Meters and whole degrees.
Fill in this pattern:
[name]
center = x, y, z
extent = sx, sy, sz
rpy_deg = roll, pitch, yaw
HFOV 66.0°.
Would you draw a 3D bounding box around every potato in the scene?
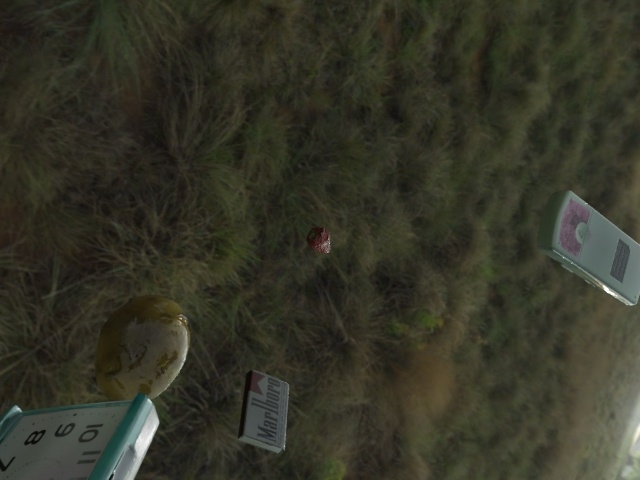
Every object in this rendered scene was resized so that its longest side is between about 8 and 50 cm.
[potato]
center = -0.465, 0.267, 1.277
extent = 0.116, 0.238, 0.299
rpy_deg = 105, 3, -64

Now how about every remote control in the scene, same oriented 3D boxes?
[remote control]
center = 0.622, 0.020, 1.114
extent = 0.343, 0.050, 0.145
rpy_deg = 28, 77, -25

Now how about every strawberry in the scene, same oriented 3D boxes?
[strawberry]
center = 0.000, 0.000, 1.394
extent = 0.083, 0.073, 0.073
rpy_deg = 45, 72, -34

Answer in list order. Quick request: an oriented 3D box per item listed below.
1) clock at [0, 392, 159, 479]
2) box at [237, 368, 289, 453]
[clock]
center = -0.338, 0.322, 0.587
extent = 0.262, 0.231, 0.116
rpy_deg = -81, 159, -61
[box]
center = -0.135, 0.408, 1.181
extent = 0.115, 0.178, 0.036
rpy_deg = 29, 124, -21
